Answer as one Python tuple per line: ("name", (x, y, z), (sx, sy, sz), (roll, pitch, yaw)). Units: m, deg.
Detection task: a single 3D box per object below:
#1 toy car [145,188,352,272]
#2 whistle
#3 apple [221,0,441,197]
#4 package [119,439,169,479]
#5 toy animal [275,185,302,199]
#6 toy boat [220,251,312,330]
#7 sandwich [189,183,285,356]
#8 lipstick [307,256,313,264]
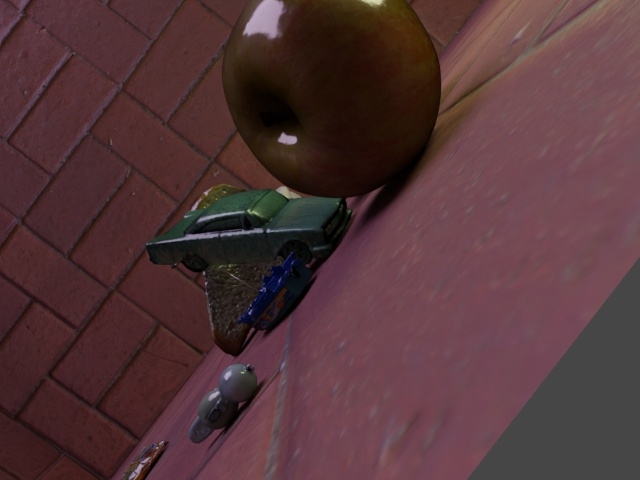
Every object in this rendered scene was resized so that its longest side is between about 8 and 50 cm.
("toy car", (-0.119, -0.020, 0.715), (0.321, 0.097, 0.141), (-4, 27, 23))
("whistle", (-0.090, 0.149, 0.411), (0.100, 0.035, 0.035), (-52, 4, 14))
("apple", (0.024, -0.181, 0.531), (0.234, 0.256, 0.257), (-34, -6, -31))
("package", (-0.333, 0.422, 0.822), (0.121, 0.031, 0.108), (-40, 12, 47))
("toy animal", (-0.108, -0.042, 1.347), (0.272, 0.205, 0.265), (-35, 0, 17))
("toy boat", (-0.093, 0.068, 0.632), (0.175, 0.110, 0.091), (-51, 3, 46))
("sandwich", (-0.183, 0.043, 0.888), (0.288, 0.254, 0.099), (-57, 3, -27))
("lipstick", (0.000, 0.000, 0.790), (0.107, 0.025, 0.025), (-56, 3, 19))
